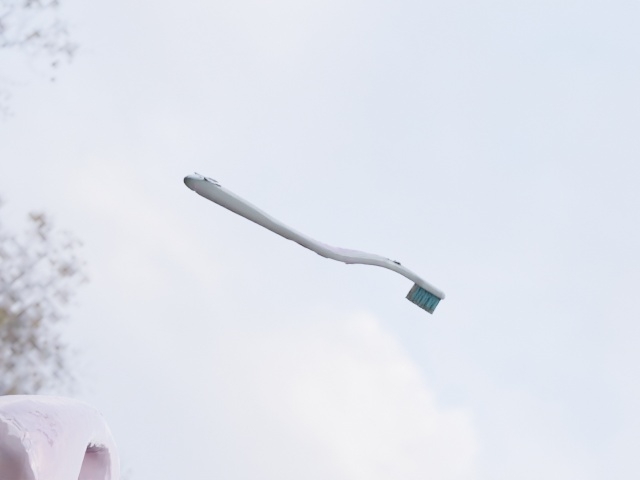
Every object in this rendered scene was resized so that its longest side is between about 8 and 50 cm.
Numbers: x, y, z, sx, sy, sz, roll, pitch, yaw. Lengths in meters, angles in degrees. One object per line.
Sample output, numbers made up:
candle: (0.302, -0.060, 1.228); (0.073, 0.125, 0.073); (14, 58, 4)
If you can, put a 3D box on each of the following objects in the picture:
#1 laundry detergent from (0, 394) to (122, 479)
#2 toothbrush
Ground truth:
laundry detergent: (-0.176, 0.152, 0.869); (0.088, 0.159, 0.335); (44, -2, 6)
toothbrush: (0.000, 0.000, 0.989); (0.204, 0.022, 0.017); (27, 0, -27)
